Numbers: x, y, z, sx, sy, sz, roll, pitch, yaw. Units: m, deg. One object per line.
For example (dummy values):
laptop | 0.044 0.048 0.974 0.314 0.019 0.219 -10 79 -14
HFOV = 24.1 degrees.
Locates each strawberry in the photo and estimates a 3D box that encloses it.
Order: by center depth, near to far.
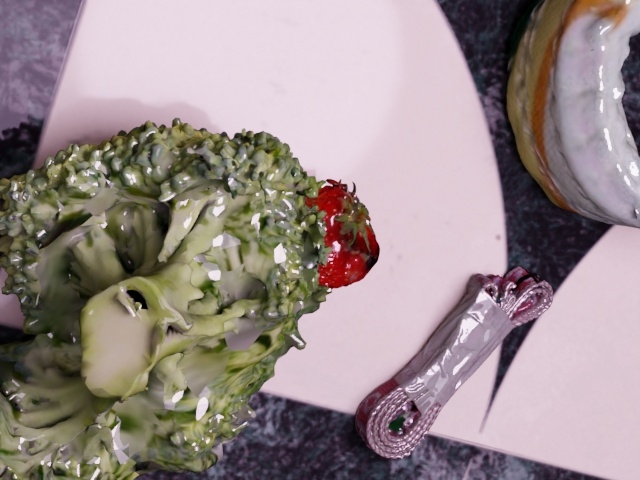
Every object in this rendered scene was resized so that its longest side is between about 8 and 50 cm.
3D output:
strawberry | 0.000 0.001 1.348 0.106 0.106 0.106 -4 101 -18

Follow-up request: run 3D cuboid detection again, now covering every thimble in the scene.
thimble | 0.312 -0.138 1.386 0.254 0.167 0.288 -10 102 -16

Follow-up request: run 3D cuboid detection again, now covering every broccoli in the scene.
broccoli | -0.167 0.048 1.209 0.375 0.302 0.249 -48 67 3

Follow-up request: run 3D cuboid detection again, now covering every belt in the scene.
belt | 0.123 0.110 1.429 0.232 0.053 0.071 -46 110 -5
